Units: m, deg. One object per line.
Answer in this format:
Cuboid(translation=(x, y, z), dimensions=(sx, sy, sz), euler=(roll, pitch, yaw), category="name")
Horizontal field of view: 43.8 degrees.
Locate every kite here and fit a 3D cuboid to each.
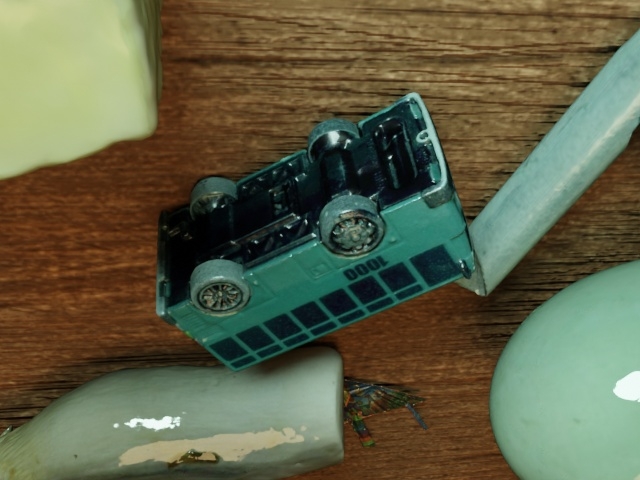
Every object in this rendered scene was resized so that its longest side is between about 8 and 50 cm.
Cuboid(translation=(0.036, 0.208, 0.964), dimensions=(0.183, 0.010, 0.160), euler=(-19, 131, 11), category="kite")

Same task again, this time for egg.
Cuboid(translation=(0.360, 0.150, 0.784), dimensions=(0.389, 0.276, 0.276), euler=(-11, 135, -4), category="egg")

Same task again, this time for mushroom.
Cuboid(translation=(-0.166, 0.208, 0.846), dimensions=(0.397, 0.126, 0.177), euler=(-2, 138, -13), category="mushroom")

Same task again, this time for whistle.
Cuboid(translation=(0.211, -0.062, 0.700), dimensions=(0.062, 0.062, 0.312), euler=(17, 129, -25), category="whistle")

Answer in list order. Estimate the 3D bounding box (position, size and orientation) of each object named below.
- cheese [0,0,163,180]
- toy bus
Cuboid(translation=(-0.203, -0.143, 0.394), dimensions=(0.242, 0.265, 0.124), euler=(-16, 135, 3), category="cheese")
Cuboid(translation=(0.000, 0.000, 0.674), dimensions=(0.256, 0.128, 0.147), euler=(-24, 136, 15), category="toy bus")
